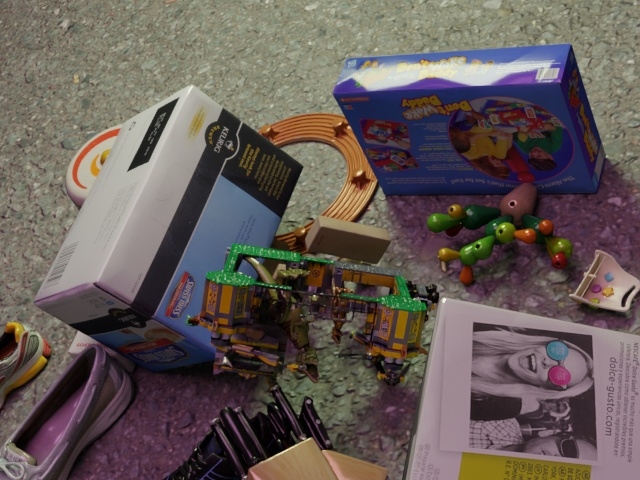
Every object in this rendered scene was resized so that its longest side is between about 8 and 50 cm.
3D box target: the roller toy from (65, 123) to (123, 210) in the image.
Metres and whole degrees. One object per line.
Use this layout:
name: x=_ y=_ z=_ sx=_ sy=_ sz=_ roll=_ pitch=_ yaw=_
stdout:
roller toy: x=-0.334 y=-0.101 z=2.077 sx=0.191 sy=0.146 sz=0.209 roll=-23 pitch=45 yaw=9

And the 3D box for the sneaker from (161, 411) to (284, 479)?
sneaker: x=-0.155 y=0.309 z=1.649 sx=0.232 sy=0.090 sz=0.081 roll=-30 pitch=44 yaw=0

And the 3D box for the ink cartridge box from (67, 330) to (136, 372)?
ink cartridge box: x=-0.326 y=0.141 z=1.918 sx=0.099 sy=0.056 sz=0.135 roll=-1 pitch=50 yaw=28

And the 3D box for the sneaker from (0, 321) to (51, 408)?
sneaker: x=-0.544 y=0.221 z=1.936 sx=0.088 sy=0.092 sz=0.225 roll=25 pitch=66 yaw=41

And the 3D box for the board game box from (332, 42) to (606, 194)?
board game box: x=0.222 y=-0.171 z=1.782 sx=0.347 sy=0.233 sz=0.078 roll=1 pitch=52 yaw=28

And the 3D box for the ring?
ring: x=-0.060 y=-0.096 z=2.011 sx=0.337 sy=0.032 sz=0.336 roll=-15 pitch=45 yaw=15

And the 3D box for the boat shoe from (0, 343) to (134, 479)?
boat shoe: x=-0.413 y=0.296 z=1.789 sx=0.118 sy=0.103 sz=0.320 roll=27 pitch=67 yaw=42

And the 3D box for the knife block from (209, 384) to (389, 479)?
knife block: x=-0.049 y=0.325 z=1.507 sx=0.242 sy=0.088 sz=0.275 roll=16 pitch=56 yaw=3

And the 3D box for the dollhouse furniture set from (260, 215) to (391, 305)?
dollhouse furniture set: x=0.000 y=0.000 z=1.804 sx=0.123 sy=0.144 sz=0.151 roll=-104 pitch=33 yaw=-46

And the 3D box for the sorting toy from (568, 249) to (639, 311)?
sorting toy: x=0.388 y=0.066 z=1.621 sx=0.075 sy=0.045 sz=0.083 roll=21 pitch=62 yaw=31

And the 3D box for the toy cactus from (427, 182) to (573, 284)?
toy cactus: x=0.271 y=-0.016 z=1.732 sx=0.219 sy=0.112 sz=0.180 roll=3 pitch=34 yaw=33

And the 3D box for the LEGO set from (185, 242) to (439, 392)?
LEGO set: x=-0.018 y=0.135 z=1.582 sx=0.332 sy=0.192 sz=0.255 roll=6 pitch=14 yaw=-10

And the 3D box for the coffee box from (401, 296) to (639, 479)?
coffee box: x=0.238 y=0.313 z=1.190 sx=0.335 sy=0.337 sz=0.338 roll=10 pitch=52 yaw=5

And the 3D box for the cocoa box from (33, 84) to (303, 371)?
cocoa box: x=-0.222 y=-0.009 z=1.805 sx=0.231 sy=0.228 sz=0.347 roll=-16 pitch=46 yaw=53
